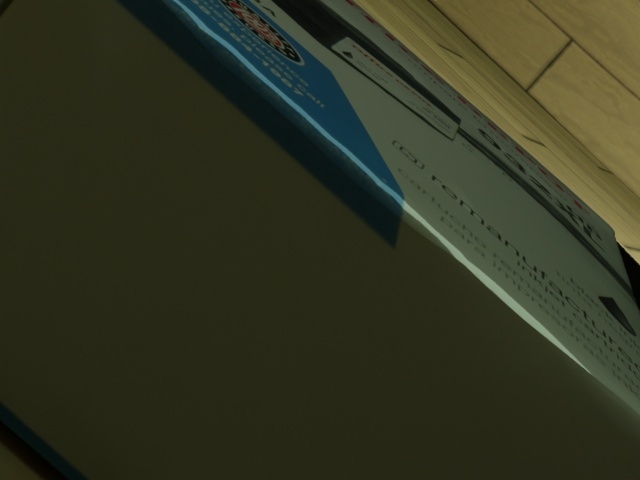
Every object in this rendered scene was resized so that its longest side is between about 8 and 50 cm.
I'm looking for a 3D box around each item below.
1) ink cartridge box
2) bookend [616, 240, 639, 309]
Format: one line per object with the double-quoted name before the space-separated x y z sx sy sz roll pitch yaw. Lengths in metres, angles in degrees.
"ink cartridge box" 0.000 0.000 0.505 0.223 0.129 0.307 41 14 -2
"bookend" 0.262 0.043 1.184 0.157 0.072 0.156 23 23 -53
